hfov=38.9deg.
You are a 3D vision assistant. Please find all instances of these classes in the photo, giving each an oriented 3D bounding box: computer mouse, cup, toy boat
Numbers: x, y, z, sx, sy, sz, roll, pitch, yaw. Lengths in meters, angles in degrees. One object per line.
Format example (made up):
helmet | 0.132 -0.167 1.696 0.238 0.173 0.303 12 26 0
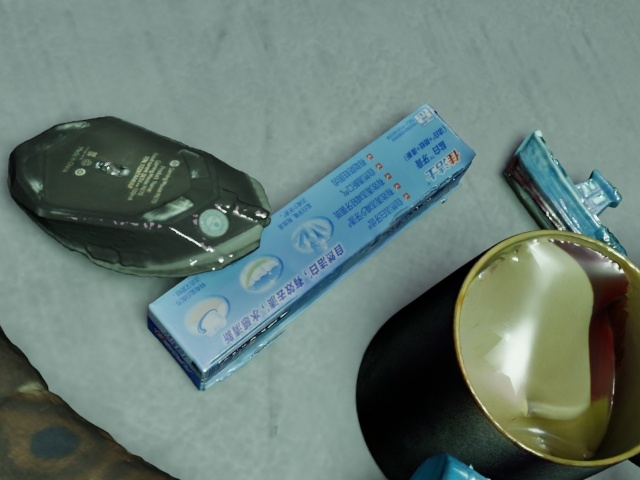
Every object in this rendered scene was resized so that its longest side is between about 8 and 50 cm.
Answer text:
computer mouse | -0.130 -0.024 0.635 0.192 0.062 0.106 17 48 7
cup | 0.159 0.098 0.595 0.239 0.177 0.166 17 65 -6
toy boat | 0.202 -0.028 0.718 0.061 0.060 0.137 -35 73 -3

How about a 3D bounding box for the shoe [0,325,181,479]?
shoe | -0.215 0.136 0.501 0.383 0.171 0.237 1 73 -4

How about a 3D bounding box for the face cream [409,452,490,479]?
face cream | 0.193 0.234 0.531 0.336 0.163 0.080 33 68 -9

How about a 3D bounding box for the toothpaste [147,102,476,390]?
toothpaste | 0.000 0.000 0.669 0.272 0.053 0.066 -38 76 -22
